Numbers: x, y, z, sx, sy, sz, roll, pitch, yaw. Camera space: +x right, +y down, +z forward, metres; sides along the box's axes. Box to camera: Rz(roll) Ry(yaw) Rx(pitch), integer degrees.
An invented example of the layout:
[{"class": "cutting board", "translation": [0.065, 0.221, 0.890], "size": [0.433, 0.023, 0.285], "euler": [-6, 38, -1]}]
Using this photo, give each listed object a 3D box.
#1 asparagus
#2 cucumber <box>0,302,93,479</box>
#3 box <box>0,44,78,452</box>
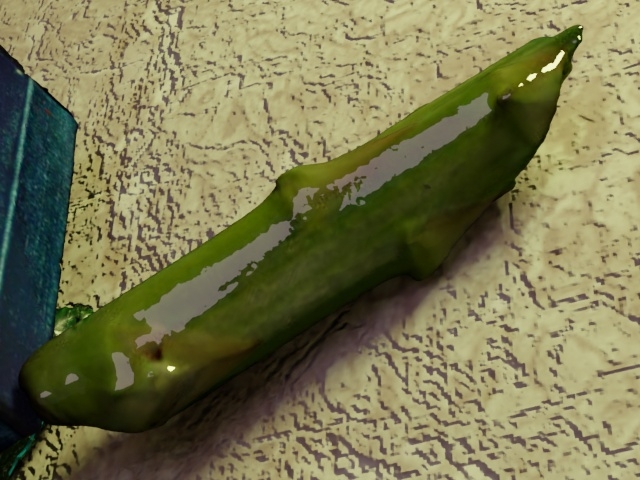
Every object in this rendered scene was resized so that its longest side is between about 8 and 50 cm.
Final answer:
[{"class": "asparagus", "translation": [0.001, 0.001, 0.696], "size": [0.343, 0.085, 0.082], "euler": [-33, 31, 0]}, {"class": "cucumber", "translation": [-0.202, 0.141, 0.752], "size": [0.044, 0.043, 0.256], "euler": [12, 63, 43]}, {"class": "box", "translation": [-0.289, 0.039, 0.812], "size": [0.261, 0.116, 0.279], "euler": [-29, 39, 20]}]
